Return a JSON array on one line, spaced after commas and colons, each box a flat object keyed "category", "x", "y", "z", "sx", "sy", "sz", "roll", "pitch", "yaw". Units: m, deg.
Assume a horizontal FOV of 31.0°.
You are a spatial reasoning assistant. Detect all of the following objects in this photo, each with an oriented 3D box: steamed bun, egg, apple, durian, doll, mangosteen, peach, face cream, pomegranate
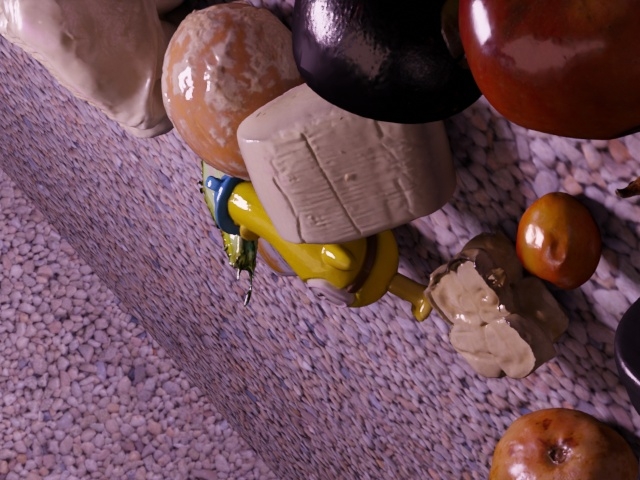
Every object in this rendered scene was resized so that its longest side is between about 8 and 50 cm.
[{"category": "steamed bun", "x": 0.228, "y": 0.085, "z": 1.481, "sx": 0.177, "sy": 0.106, "sz": 0.192, "roll": 52, "pitch": 150, "yaw": 6}, {"category": "egg", "x": -0.108, "y": -0.197, "z": 1.526, "sx": 0.203, "sy": 0.203, "sz": 0.245, "roll": -21, "pitch": 88, "yaw": 67}, {"category": "steamed bun", "x": 0.035, "y": -0.114, "z": 1.411, "sx": 0.250, "sy": 0.155, "sz": 0.200, "roll": -13, "pitch": 124, "yaw": 16}, {"category": "apple", "x": 0.223, "y": -0.188, "z": 0.922, "sx": 0.230, "sy": 0.230, "sz": 0.230, "roll": 41, "pitch": 156, "yaw": 22}, {"category": "durian", "x": -0.135, "y": -0.074, "z": 1.845, "sx": 0.132, "sy": 0.106, "sz": 0.375, "roll": -35, "pitch": 62, "yaw": 34}, {"category": "doll", "x": 0.000, "y": 0.000, "z": 1.624, "sx": 0.363, "sy": 0.145, "sz": 0.199, "roll": 29, "pitch": 179, "yaw": -4}, {"category": "mangosteen", "x": 0.090, "y": -0.229, "z": 1.116, "sx": 0.243, "sy": 0.243, "sz": 0.243, "roll": 41, "pitch": 156, "yaw": 22}, {"category": "peach", "x": 0.267, "y": -0.001, "z": 1.283, "sx": 0.101, "sy": 0.101, "sz": 0.101, "roll": 41, "pitch": 156, "yaw": 22}, {"category": "face cream", "x": -0.028, "y": -0.004, "z": 1.865, "sx": 0.144, "sy": 0.071, "sz": 0.291, "roll": 59, "pitch": 156, "yaw": -14}, {"category": "pomegranate", "x": 0.331, "y": 0.323, "z": 1.556, "sx": 0.207, "sy": 0.207, "sz": 0.207, "roll": 41, "pitch": 156, "yaw": 22}, {"category": "steamed bun", "x": -0.308, "y": -0.326, "z": 1.674, "sx": 0.352, "sy": 0.247, "sz": 0.339, "roll": 36, "pitch": 179, "yaw": -28}]

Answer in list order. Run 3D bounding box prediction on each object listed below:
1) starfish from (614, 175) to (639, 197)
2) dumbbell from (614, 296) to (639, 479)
[{"category": "starfish", "x": 0.312, "y": -0.100, "z": 1.058, "sx": 0.190, "sy": 0.074, "sz": 0.146, "roll": 30, "pitch": 149, "yaw": 41}, {"category": "dumbbell", "x": 0.411, "y": 0.192, "z": 1.197, "sx": 0.185, "sy": 0.185, "sz": 0.388, "roll": 29, "pitch": 149, "yaw": 42}]
